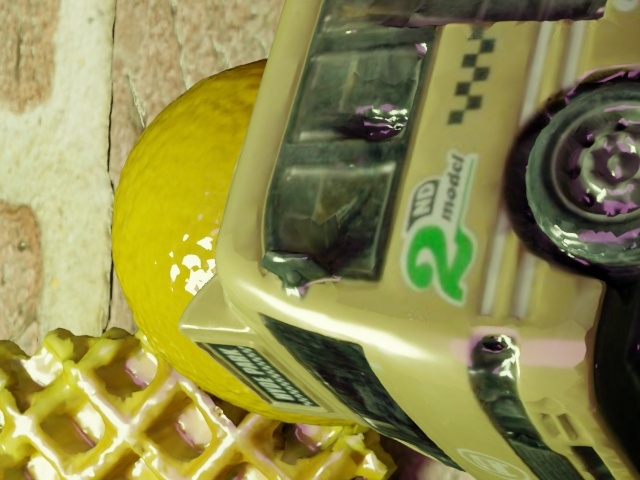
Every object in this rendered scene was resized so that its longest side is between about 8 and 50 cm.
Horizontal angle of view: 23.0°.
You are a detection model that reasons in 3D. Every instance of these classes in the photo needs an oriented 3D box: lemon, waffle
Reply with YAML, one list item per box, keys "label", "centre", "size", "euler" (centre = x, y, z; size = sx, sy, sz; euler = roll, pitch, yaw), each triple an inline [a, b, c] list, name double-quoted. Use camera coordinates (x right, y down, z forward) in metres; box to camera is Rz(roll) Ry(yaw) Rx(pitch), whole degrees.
- label: "lemon"
  centre: [0.000, 0.000, 0.768]
  size: [0.244, 0.187, 0.186]
  euler: [6, 96, 31]
- label: "waffle"
  centre: [-0.095, 0.198, 0.884]
  size: [0.307, 0.060, 0.311]
  euler: [12, 101, 18]

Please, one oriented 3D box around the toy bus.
- label: "toy bus"
  centre: [0.091, -0.084, 0.608]
  size: [0.202, 0.177, 0.365]
  euler: [3, 64, 28]
